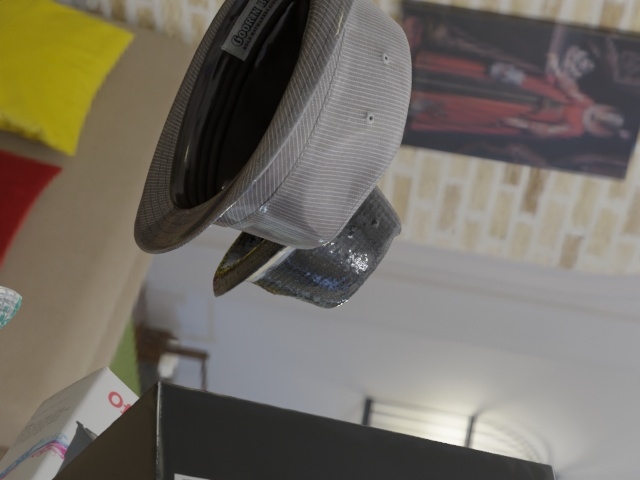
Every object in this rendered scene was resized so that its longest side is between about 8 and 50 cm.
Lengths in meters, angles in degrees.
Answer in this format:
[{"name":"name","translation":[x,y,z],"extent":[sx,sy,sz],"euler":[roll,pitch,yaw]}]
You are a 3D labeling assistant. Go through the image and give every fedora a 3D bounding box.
[{"name":"fedora","translation":[-0.020,-0.092,0.828],"extent":[0.243,0.124,0.275],"euler":[-22,-132,53]},{"name":"fedora","translation":[0.000,0.000,1.531],"extent":[0.334,0.152,0.334],"euler":[-46,-170,10]}]

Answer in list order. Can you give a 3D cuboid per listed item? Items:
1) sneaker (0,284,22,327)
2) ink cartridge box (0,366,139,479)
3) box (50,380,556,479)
[{"name":"sneaker","translation":[-0.401,0.056,1.207],"extent":[0.065,0.076,0.166],"euler":[-54,151,12]},{"name":"ink cartridge box","translation":[-0.258,0.324,1.190],"extent":[0.131,0.226,0.306],"euler":[-30,-159,35]},{"name":"box","translation":[-0.015,0.182,0.619],"extent":[0.184,0.261,0.103],"euler":[-44,-140,40]}]
